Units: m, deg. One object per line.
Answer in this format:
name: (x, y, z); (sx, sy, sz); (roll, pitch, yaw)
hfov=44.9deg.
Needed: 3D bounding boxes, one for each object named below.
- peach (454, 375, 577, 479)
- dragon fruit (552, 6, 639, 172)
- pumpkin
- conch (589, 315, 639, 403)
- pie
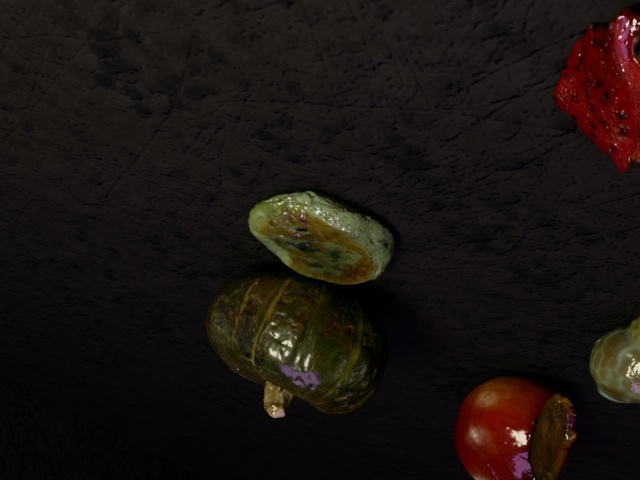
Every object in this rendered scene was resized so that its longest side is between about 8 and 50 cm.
peach: (0.314, 0.307, 1.204); (0.190, 0.196, 0.226); (-12, 161, -18)
dragon fruit: (0.239, -0.113, 0.601); (0.097, 0.063, 0.131); (14, 152, 5)
pumpkin: (-0.033, 0.155, 1.076); (0.261, 0.189, 0.260); (18, 167, 4)
conch: (0.394, 0.149, 0.962); (0.116, 0.105, 0.173); (-11, 165, 9)
pie: (0.000, 0.000, 0.964); (0.187, 0.041, 0.186); (14, 153, 7)
